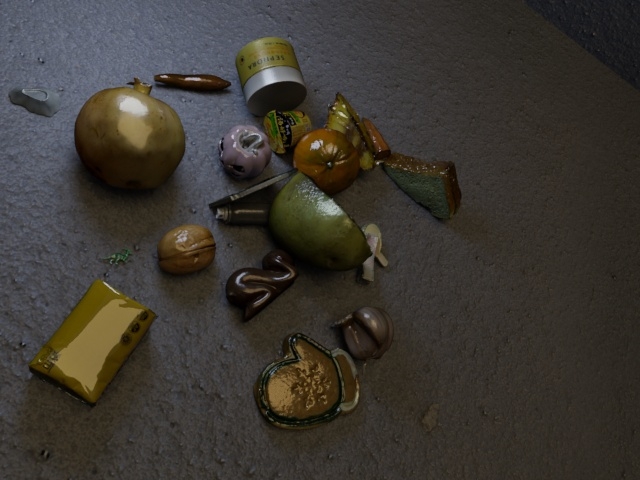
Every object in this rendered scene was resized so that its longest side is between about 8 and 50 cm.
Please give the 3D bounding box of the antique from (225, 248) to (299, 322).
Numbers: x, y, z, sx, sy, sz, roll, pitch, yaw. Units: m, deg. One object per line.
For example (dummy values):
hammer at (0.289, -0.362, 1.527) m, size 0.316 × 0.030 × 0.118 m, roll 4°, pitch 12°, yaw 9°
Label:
antique at (-0.178, 0.123, 1.576) m, size 0.257 × 0.121 × 0.143 m, roll -37°, pitch 80°, yaw -25°

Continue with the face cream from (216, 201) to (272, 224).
face cream at (-0.201, -0.087, 1.668) m, size 0.283 × 0.073 × 0.073 m, roll 0°, pitch 71°, yaw -26°

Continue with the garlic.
garlic at (0.114, 0.314, 1.611) m, size 0.207 × 0.207 × 0.257 m, roll 37°, pitch 57°, yaw -8°

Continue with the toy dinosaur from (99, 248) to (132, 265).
toy dinosaur at (-0.585, 0.042, 1.466) m, size 0.083 × 0.021 × 0.062 m, roll 30°, pitch 53°, yaw -17°

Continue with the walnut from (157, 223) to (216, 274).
walnut at (-0.390, 0.025, 1.499) m, size 0.180 × 0.144 × 0.144 m, roll -12°, pitch 76°, yaw -33°

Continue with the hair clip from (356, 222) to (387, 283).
hair clip at (0.177, 0.047, 1.799) m, size 0.159 × 0.071 × 0.219 m, roll 17°, pitch 70°, yaw -25°

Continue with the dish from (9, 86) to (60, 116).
dish at (-0.850, -0.427, 1.511) m, size 0.137 × 0.039 × 0.091 m, roll 12°, pitch 66°, yaw -23°

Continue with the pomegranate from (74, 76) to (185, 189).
pomegranate at (-0.544, -0.307, 1.467) m, size 0.319 × 0.319 × 0.319 m, roll 9°, pitch 67°, yaw -22°

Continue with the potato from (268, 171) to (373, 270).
potato at (0.000, 0.000, 1.583) m, size 0.212 × 0.280 × 0.330 m, roll -41°, pitch 124°, yaw -7°

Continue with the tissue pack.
tissue pack at (-0.582, 0.263, 1.315) m, size 0.192 × 0.134 × 0.271 m, roll 34°, pitch 60°, yaw -9°

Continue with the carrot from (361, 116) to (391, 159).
carrot at (0.206, -0.408, 1.990) m, size 0.072 × 0.072 × 0.205 m, roll -7°, pitch 59°, yaw -27°

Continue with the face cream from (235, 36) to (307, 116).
face cream at (-0.174, -0.570, 1.783) m, size 0.218 × 0.218 × 0.179 m, roll -9°, pitch 74°, yaw -28°

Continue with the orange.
orange at (0.023, -0.270, 1.763) m, size 0.240 × 0.171 × 0.240 m, roll -4°, pitch 108°, yaw -13°

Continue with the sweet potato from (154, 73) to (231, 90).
sweet potato at (-0.435, -0.544, 1.746) m, size 0.264 × 0.057 × 0.057 m, roll -5°, pitch 73°, yaw -23°

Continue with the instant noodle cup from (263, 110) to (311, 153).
instant noodle cup at (-0.111, -0.390, 1.795) m, size 0.122 × 0.151 × 0.151 m, roll -21°, pitch 81°, yaw -40°

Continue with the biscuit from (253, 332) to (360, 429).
biscuit at (-0.037, 0.421, 1.558) m, size 0.343 × 0.057 × 0.287 m, roll -4°, pitch 72°, yaw -27°

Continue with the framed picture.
framed picture at (-0.214, -0.165, 1.630) m, size 0.260 × 0.189 × 0.023 m, roll -29°, pitch 102°, yaw -30°

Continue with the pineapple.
pineapple at (0.108, -0.370, 1.910) m, size 0.335 × 0.158 × 0.161 m, roll 56°, pitch 20°, yaw -2°

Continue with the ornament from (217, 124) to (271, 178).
ornament at (-0.247, -0.296, 1.676) m, size 0.177 × 0.177 × 0.178 m, roll 9°, pitch 67°, yaw -22°

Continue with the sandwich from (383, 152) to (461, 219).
sandwich at (0.401, -0.211, 1.980) m, size 0.100 × 0.288 × 0.254 m, roll -54°, pitch 142°, yaw -24°
